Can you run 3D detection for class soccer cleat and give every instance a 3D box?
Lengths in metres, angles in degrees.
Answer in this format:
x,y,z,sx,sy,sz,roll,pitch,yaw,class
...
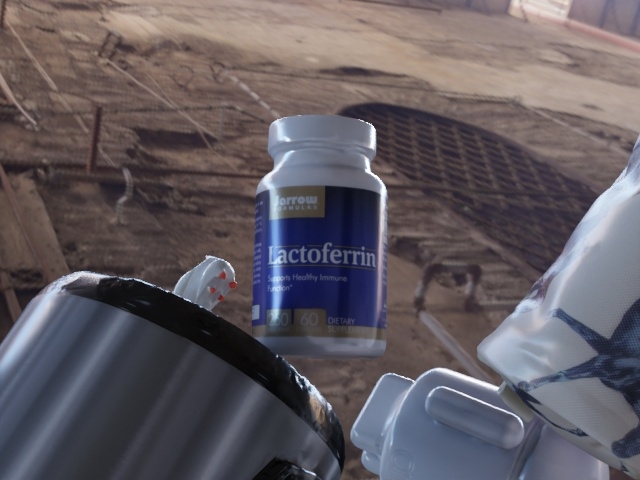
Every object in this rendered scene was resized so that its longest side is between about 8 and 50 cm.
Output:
x,y,z,sx,sy,sz,roll,pitch,yaw,class
-0.210,0.105,1.458,0.196,0.076,0.068,-46,-49,-12,soccer cleat

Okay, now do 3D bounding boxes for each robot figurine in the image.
x,y,z,sx,sy,sz,roll,pitch,yaw,class
0.218,0.291,1.246,0.200,0.353,0.300,-59,-33,-24,robot figurine

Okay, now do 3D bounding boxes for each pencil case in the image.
x,y,z,sx,sy,sz,roll,pitch,yaw,class
0.281,-0.016,0.737,0.160,0.183,0.410,32,-87,-3,pencil case

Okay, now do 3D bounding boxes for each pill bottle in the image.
x,y,z,sx,sy,sz,roll,pitch,yaw,class
0.000,0.000,1.088,0.153,0.153,0.265,6,-100,-30,pill bottle

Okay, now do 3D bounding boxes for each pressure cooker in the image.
x,y,z,sx,sy,sz,roll,pitch,yaw,class
-0.210,0.290,0.900,0.369,0.375,0.420,35,-117,-9,pressure cooker
